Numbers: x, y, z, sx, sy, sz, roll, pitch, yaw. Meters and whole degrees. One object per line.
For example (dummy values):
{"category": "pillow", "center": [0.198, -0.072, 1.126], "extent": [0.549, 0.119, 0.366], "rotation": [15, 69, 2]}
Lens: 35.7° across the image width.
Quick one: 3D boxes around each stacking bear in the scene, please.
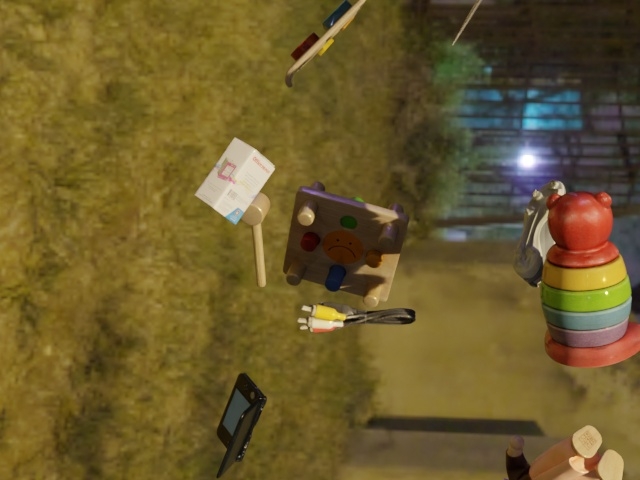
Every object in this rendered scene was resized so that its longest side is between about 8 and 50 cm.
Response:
{"category": "stacking bear", "center": [0.452, 0.055, 1.701], "extent": [0.164, 0.175, 0.289], "rotation": [-34, 119, -56]}

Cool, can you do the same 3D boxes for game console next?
{"category": "game console", "center": [-0.136, 0.277, 1.499], "extent": [0.107, 0.071, 0.122], "rotation": [42, -63, 43]}

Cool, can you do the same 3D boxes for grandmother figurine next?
{"category": "grandmother figurine", "center": [0.449, 0.483, 1.996], "extent": [0.208, 0.104, 0.342], "rotation": [55, -39, 16]}

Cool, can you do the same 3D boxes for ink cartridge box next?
{"category": "ink cartridge box", "center": [-0.144, -0.101, 1.685], "extent": [0.122, 0.052, 0.088], "rotation": [-54, 153, -3]}

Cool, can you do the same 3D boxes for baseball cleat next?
{"category": "baseball cleat", "center": [0.427, -0.009, 1.898], "extent": [0.109, 0.072, 0.206], "rotation": [40, 70, -40]}

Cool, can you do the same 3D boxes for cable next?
{"category": "cable", "center": [0.086, 0.204, 2.443], "extent": [0.139, 0.287, 0.072], "rotation": [97, 1, -58]}

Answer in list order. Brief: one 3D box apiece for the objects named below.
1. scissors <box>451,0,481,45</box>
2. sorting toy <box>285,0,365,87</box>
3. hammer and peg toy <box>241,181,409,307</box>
{"category": "scissors", "center": [0.290, -0.441, 1.644], "extent": [0.109, 0.021, 0.297], "rotation": [-97, -150, -59]}
{"category": "sorting toy", "center": [0.004, -0.394, 1.917], "extent": [0.229, 0.041, 0.307], "rotation": [-48, -174, 7]}
{"category": "hammer and peg toy", "center": [0.000, 0.000, 2.222], "extent": [0.127, 0.361, 0.266], "rotation": [-69, 172, -49]}
